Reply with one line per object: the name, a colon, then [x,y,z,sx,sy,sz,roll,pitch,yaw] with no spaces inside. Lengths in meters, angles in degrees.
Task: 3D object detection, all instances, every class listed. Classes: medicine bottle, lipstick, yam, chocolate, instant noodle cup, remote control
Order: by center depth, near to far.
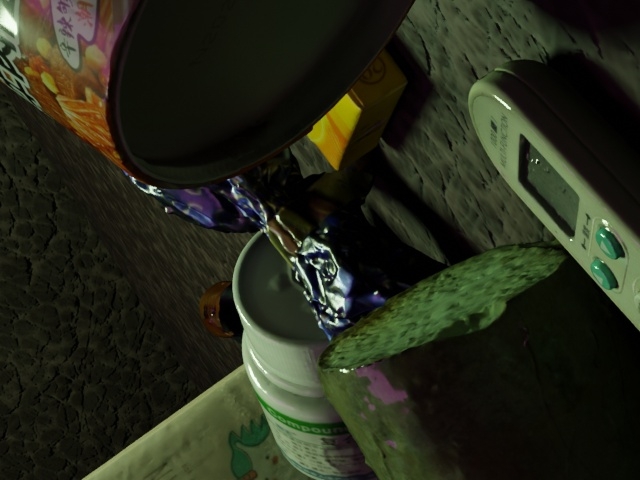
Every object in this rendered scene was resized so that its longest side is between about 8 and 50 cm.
instant noodle cup: [-0.075,-0.154,0.724,0.192,0.250,0.250,42,165,23]
remote control: [0.143,0.005,0.728,0.221,0.042,0.078,52,170,23]
yam: [0.121,0.130,0.892,0.268,0.161,0.161,59,169,-18]
chocolate: [0.004,0.003,1.120,0.343,0.148,0.126,44,-156,27]
medicine bottle: [0.011,0.084,1.290,0.139,0.139,0.237,49,166,29]
lipstick: [-0.078,0.074,1.803,0.077,0.077,0.418,56,170,-4]

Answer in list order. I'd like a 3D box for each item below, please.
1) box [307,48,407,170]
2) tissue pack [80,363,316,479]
box: [-0.048,-0.173,1.017,0.269,0.043,0.152,55,171,7]
tissue pack: [-0.102,0.246,1.756,0.170,0.325,0.071,54,166,3]
